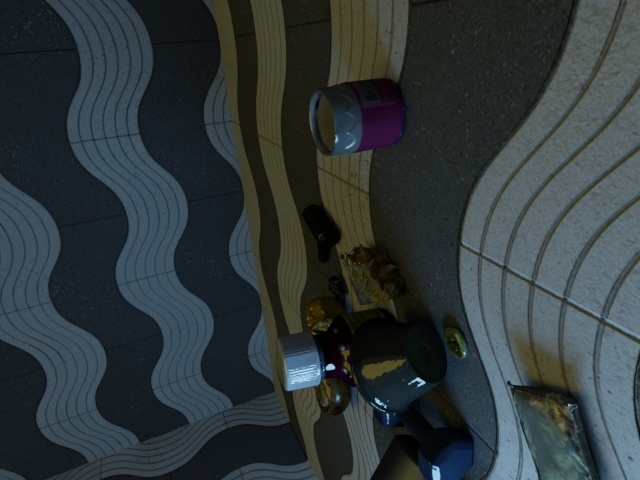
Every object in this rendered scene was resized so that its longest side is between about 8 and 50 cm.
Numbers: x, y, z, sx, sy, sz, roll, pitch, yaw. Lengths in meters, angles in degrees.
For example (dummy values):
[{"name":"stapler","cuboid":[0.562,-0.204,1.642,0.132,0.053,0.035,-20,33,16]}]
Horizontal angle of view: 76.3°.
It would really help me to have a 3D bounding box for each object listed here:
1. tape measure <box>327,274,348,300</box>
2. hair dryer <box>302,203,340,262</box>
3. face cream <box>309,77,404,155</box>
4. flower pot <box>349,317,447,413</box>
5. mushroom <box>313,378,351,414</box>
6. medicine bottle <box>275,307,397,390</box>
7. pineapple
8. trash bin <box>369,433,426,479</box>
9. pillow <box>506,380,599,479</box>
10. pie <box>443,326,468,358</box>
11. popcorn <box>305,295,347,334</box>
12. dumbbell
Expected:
[{"name":"tape measure","cuboid":[0.067,0.188,1.643,0.094,0.054,0.091,62,155,16]},{"name":"hair dryer","cuboid":[0.000,0.000,1.662,0.251,0.089,0.197,88,157,-46]},{"name":"face cream","cuboid":[0.088,-0.313,1.041,0.175,0.195,0.175,166,90,-72]},{"name":"flower pot","cuboid":[0.226,0.320,1.099,0.166,0.269,0.268,-37,68,48]},{"name":"mushroom","cuboid":[0.049,0.678,1.882,0.253,0.154,0.253,167,90,-71]},{"name":"medicine bottle","cuboid":[0.059,0.365,1.316,0.242,0.395,0.242,170,90,-70]},{"name":"pineapple","cuboid":[0.160,0.120,1.277,0.236,0.115,0.186,53,150,39]},{"name":"trash bin","cuboid":[0.254,0.763,1.234,0.209,0.182,0.290,30,97,56]},{"name":"pillow","cuboid":[0.456,0.399,0.773,0.169,0.059,0.254,158,98,-69]},{"name":"pie","cuboid":[0.339,0.259,1.030,0.084,0.021,0.084,166,90,-70]},{"name":"popcorn","cuboid":[0.030,0.347,1.651,0.190,0.191,0.253,-51,29,18]},{"name":"dumbbell","cuboid":[0.287,0.544,1.188,0.144,0.160,0.325,51,172,-26]}]
